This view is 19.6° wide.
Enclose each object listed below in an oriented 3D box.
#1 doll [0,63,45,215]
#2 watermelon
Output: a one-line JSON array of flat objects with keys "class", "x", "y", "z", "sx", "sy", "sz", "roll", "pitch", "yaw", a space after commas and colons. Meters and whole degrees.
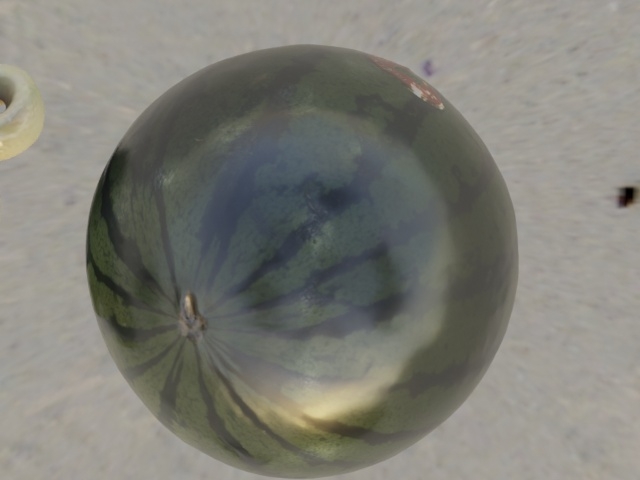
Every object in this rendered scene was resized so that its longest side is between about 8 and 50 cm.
[{"class": "doll", "x": -0.239, "y": -0.012, "z": 0.558, "sx": 0.271, "sy": 0.144, "sz": 0.208, "roll": 21, "pitch": 61, "yaw": 26}, {"class": "watermelon", "x": 0.000, "y": 0.000, "z": 0.459, "sx": 0.105, "sy": 0.133, "sz": 0.105, "roll": 7, "pitch": 113, "yaw": 18}]
